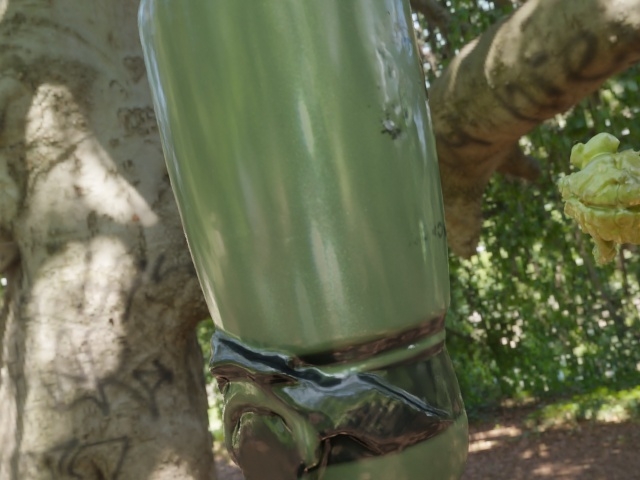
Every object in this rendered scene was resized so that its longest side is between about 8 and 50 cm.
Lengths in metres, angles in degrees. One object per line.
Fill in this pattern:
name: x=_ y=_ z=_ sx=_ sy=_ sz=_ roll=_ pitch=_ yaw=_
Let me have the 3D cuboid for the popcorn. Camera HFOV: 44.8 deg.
popcorn: x=0.372 y=-0.054 z=0.955 sx=0.141 sy=0.163 sz=0.135 roll=7 pitch=-12 yaw=5

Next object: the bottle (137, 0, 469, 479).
bottle: x=-0.001 y=0.001 z=0.475 sx=0.168 sy=0.347 sz=0.168 roll=-11 pitch=-1 yaw=0
